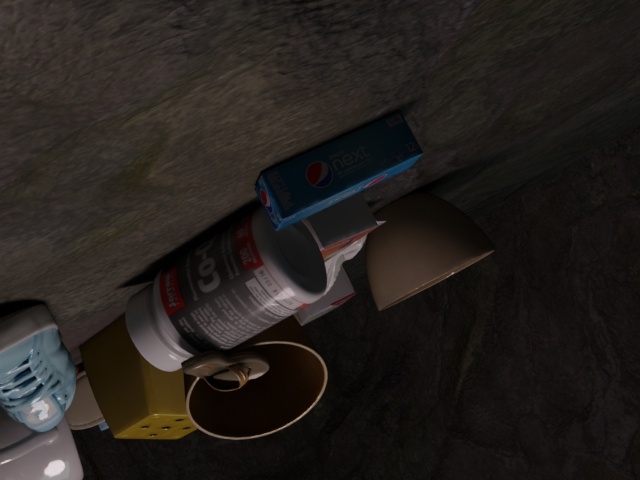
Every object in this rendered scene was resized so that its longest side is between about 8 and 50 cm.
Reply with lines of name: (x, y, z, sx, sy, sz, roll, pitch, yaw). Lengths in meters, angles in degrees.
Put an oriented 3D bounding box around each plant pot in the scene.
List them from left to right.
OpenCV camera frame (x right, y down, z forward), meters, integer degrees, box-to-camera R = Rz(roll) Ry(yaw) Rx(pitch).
plant pot: (-0.294, 0.257, 1.863, 0.212, 0.187, 0.212, 10, 149, -40)
plant pot: (-0.138, 0.164, 1.725, 0.237, 0.254, 0.237, -12, 135, -12)
plant pot: (0.209, 0.004, 2.193, 0.284, 0.191, 0.284, -27, 174, -3)

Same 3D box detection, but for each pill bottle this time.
pill bottle: (-0.145, 0.077, 1.509, 0.283, 0.161, 0.161, -31, 172, 23)

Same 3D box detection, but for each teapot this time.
teapot: (-0.503, 0.319, 1.628, 0.187, 0.252, 0.256, -19, 138, -20)

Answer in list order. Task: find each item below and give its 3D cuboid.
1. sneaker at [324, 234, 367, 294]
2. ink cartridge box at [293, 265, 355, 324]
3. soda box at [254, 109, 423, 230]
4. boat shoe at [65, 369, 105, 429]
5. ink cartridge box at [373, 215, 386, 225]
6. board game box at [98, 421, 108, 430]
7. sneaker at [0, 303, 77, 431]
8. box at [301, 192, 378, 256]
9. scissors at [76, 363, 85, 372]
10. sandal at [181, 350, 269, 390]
sneaker: (-0.006, 0.014, 1.816, 0.232, 0.115, 0.090, -56, -167, 39)
ink cartridge box: (-0.016, 0.114, 2.402, 0.128, 0.127, 0.176, -26, 174, -16)
soda box: (0.023, -0.090, 1.316, 0.210, 0.067, 0.071, -25, 173, -16)
boat shoe: (-0.417, 0.284, 2.122, 0.324, 0.117, 0.096, -42, 169, 20)
ink cartridge box: (0.000, 0.000, 1.969, 0.206, 0.045, 0.208, -31, 170, 25)
board game box: (-0.376, 0.289, 2.248, 0.275, 0.144, 0.142, -29, 173, 13)
sneaker: (-0.395, 0.184, 1.388, 0.135, 0.150, 0.366, -28, 173, -4)
box: (-0.015, -0.012, 1.643, 0.130, 0.091, 0.170, -22, 171, -39)
scissors: (-0.573, 0.294, 2.070, 0.109, 0.021, 0.297, -29, 171, 19)
sandal: (-0.141, 0.200, 1.519, 0.072, 0.049, 0.180, -31, 157, 22)
